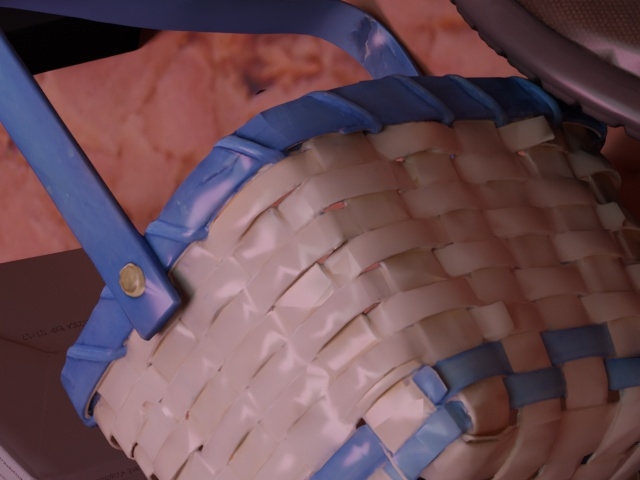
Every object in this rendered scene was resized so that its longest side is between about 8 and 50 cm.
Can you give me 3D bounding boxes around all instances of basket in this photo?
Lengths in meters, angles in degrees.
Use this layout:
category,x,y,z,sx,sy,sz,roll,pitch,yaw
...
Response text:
category,x,y,z,sx,sy,sz,roll,pitch,yaw
basket,0.000,0.000,0.789,0.201,0.255,0.289,-47,60,35

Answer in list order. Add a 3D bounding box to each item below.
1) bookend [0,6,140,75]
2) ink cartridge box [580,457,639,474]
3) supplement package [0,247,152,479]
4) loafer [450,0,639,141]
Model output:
category,x,y,z,sx,sy,sz,roll,pitch,yaw
bookend,-0.099,-0.141,0.967,0.157,0.156,0.072,-14,87,-7
ink cartridge box,0.137,0.189,0.861,0.333,0.065,0.165,-43,72,34
supplement package,-0.159,0.133,0.989,0.149,0.194,0.203,42,120,25
loafer,0.211,-0.072,0.740,0.366,0.134,0.130,30,103,24
